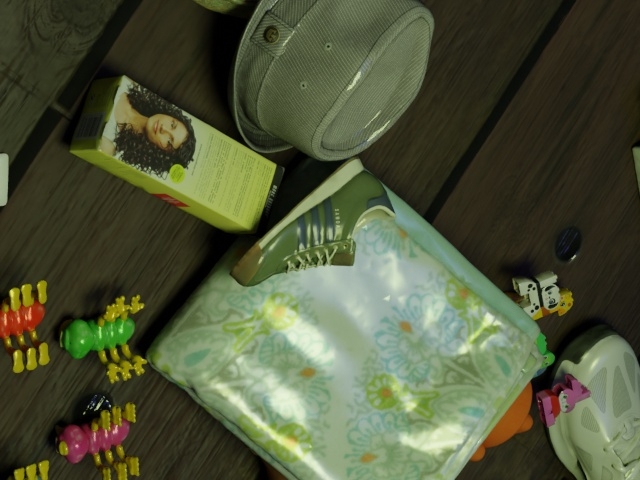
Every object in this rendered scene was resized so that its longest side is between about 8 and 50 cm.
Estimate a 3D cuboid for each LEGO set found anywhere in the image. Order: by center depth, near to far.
[{"bbox_3d":[0.301,0.118,1.895,0.093,0.087,0.227,-22,120,-11],"label":"LEGO set"}]

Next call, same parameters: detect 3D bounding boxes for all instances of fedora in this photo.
[{"bbox_3d":[0.029,-0.192,1.512,0.275,0.124,0.244,-54,152,4],"label":"fedora"}]

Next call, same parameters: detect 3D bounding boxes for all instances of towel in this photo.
[{"bbox_3d":[0.042,0.123,1.623,0.374,0.090,0.320,41,73,-12],"label":"towel"}]

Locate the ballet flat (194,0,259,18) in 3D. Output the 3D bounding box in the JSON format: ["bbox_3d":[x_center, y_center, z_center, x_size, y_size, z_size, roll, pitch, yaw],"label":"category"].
[{"bbox_3d":[-0.117,-0.303,1.417,0.348,0.123,0.123,24,92,-40],"label":"ballet flat"}]

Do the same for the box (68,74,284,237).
[{"bbox_3d":[-0.145,-0.083,1.502,0.232,0.058,0.087,27,72,-40],"label":"box"}]

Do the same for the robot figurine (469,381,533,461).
[{"bbox_3d":[0.177,0.181,1.807,0.219,0.128,0.158,29,91,-40],"label":"robot figurine"}]

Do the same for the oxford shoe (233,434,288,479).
[{"bbox_3d":[-0.071,0.220,1.678,0.076,0.076,0.212,-20,107,-24],"label":"oxford shoe"}]

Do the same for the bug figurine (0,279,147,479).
[{"bbox_3d":[-0.281,0.165,1.499,0.216,0.072,0.279,-9,107,-40],"label":"bug figurine"}]

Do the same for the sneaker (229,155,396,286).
[{"bbox_3d":[0.000,0.000,1.538,0.192,0.064,0.086,-42,85,-16],"label":"sneaker"}]

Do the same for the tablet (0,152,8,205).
[{"bbox_3d":[-0.345,-0.057,1.411,0.083,0.006,0.054,-6,111,-34],"label":"tablet"}]

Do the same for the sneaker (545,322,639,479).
[{"bbox_3d":[0.463,0.335,1.987,0.169,0.257,0.447,-27,121,-25],"label":"sneaker"}]

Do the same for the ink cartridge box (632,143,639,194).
[{"bbox_3d":[0.568,-0.127,2.019,0.304,0.072,0.307,-29,119,-24],"label":"ink cartridge box"}]
